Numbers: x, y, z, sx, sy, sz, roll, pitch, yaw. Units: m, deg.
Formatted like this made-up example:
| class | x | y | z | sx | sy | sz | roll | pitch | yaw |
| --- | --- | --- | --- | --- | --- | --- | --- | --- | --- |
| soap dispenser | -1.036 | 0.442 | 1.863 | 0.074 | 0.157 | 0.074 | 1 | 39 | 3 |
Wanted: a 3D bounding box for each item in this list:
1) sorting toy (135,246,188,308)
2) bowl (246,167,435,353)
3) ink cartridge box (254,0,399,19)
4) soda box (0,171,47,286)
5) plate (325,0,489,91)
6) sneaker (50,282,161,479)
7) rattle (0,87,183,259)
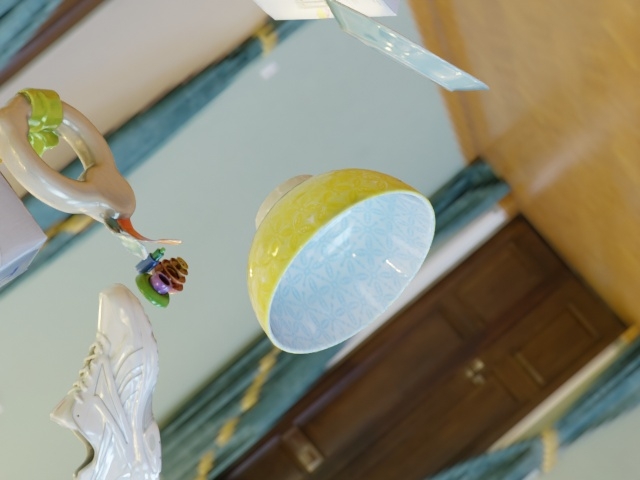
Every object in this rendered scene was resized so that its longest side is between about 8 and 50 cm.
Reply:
| class | x | y | z | sx | sy | sz | roll | pitch | yaw |
| --- | --- | --- | --- | --- | --- | --- | --- | --- | --- |
| sorting toy | -0.186 | 0.039 | 1.719 | 0.061 | 0.042 | 0.102 | 47 | -164 | -4 |
| bowl | 0.000 | 0.000 | 1.987 | 0.156 | 0.289 | 0.289 | 46 | 176 | 32 |
| ink cartridge box | 0.002 | -0.357 | 1.787 | 0.176 | 0.128 | 0.127 | 2 | 166 | 24 |
| soda box | -0.342 | 0.048 | 1.029 | 0.091 | 0.286 | 0.098 | 54 | 154 | 1 |
| plate | 0.079 | -0.186 | 1.406 | 0.188 | 0.024 | 0.188 | 28 | -173 | -4 |
| sneaker | -0.235 | 0.163 | 1.559 | 0.090 | 0.115 | 0.232 | 163 | 104 | -69 |
| rattle | -0.243 | -0.030 | 1.320 | 0.200 | 0.143 | 0.130 | 47 | -168 | -11 |
